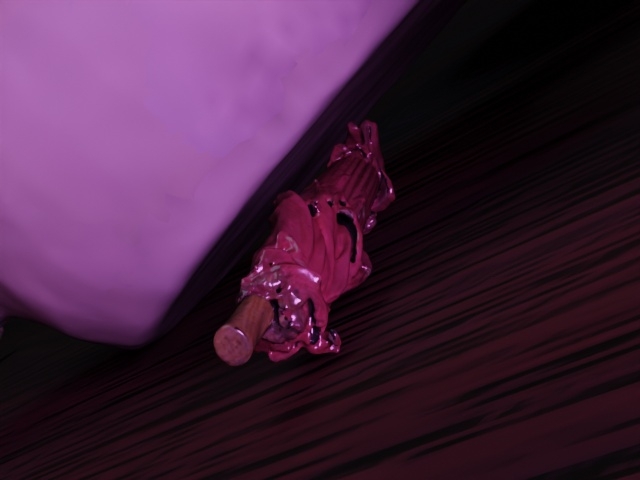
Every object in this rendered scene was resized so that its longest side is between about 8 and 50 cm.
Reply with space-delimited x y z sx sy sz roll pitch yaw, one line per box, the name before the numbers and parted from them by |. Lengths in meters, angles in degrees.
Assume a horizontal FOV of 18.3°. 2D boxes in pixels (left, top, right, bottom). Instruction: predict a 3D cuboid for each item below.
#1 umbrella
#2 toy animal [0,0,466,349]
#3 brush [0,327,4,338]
umbrella | 0.000 0.000 0.430 0.025 0.027 0.165 -33 7 15
toy animal | -0.120 -0.145 0.529 0.241 0.367 0.196 -37 4 17
brush | -0.255 0.109 0.787 0.299 0.039 0.042 -33 50 2
